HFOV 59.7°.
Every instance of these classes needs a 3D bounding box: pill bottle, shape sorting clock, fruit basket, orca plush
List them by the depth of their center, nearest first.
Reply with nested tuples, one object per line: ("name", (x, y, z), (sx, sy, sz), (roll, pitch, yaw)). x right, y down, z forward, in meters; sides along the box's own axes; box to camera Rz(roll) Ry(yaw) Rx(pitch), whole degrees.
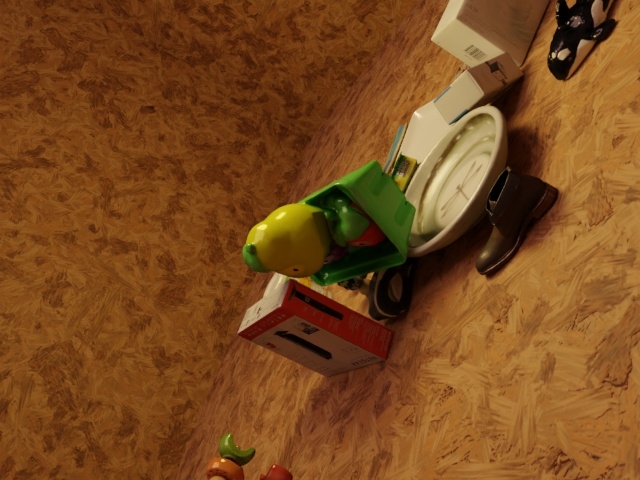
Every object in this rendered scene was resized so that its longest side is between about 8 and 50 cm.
("orca plush", (0.564, -0.498, 1.201), (0.287, 0.102, 0.151), (-56, 15, 19))
("fruit basket", (0.000, 0.000, 1.346), (0.392, 0.283, 0.392), (-38, 14, 12))
("pill bottle", (-0.045, 0.196, 1.735), (0.136, 0.245, 0.136), (-55, 15, 22))
("shape sorting clock", (0.272, -0.323, 1.991), (0.206, 0.040, 0.206), (18, -90, -89))

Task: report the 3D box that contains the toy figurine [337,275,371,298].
("toy figurine", (0.122, 0.046, 1.667), (0.210, 0.148, 0.213), (-65, 15, 9))

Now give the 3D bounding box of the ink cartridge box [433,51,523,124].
("ink cartridge box", (0.404, -0.388, 1.427), (0.190, 0.082, 0.139), (-33, -4, -35))

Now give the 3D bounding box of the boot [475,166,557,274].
("boot", (0.345, -0.039, 1.085), (0.219, 0.106, 0.082), (-57, 14, 18))

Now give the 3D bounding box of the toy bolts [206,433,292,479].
("toy bolts", (-0.212, 0.663, 1.470), (0.218, 0.228, 0.158), (-58, 4, 38))

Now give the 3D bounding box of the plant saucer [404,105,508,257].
("plant saucer", (0.327, -0.123, 1.329), (0.401, 0.100, 0.400), (-56, 14, 22))

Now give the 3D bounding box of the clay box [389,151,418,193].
("clay box", (0.234, -0.149, 1.576), (0.128, 0.053, 0.222), (-64, -20, -9))

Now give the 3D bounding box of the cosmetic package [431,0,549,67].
("cosmetic package", (0.462, -0.603, 1.516), (0.225, 0.224, 0.138), (-65, 14, -13))

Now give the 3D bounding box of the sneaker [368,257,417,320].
("sneaker", (0.180, 0.077, 1.463), (0.121, 0.111, 0.300), (-49, 16, 55))

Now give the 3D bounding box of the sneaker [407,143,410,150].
("sneaker", (0.314, -0.326, 1.884), (0.170, 0.051, 0.089), (-63, 13, -25))

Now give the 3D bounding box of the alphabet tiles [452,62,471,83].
("alphabet tiles", (0.501, -0.579, 1.787), (0.237, 0.009, 0.198), (-39, 27, 57))

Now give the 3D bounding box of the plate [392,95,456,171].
("plate", (0.350, -0.332, 1.710), (0.278, 0.045, 0.278), (-20, 44, 57))

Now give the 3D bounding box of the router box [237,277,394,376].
("router box", (-0.024, 0.241, 1.460), (0.335, 0.301, 0.082), (-39, 26, 58))
